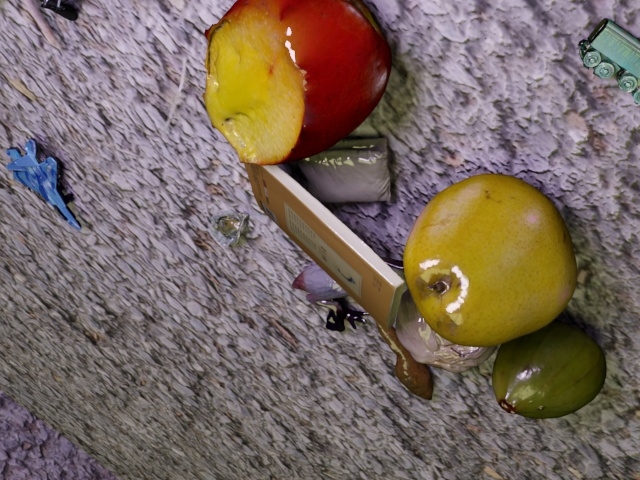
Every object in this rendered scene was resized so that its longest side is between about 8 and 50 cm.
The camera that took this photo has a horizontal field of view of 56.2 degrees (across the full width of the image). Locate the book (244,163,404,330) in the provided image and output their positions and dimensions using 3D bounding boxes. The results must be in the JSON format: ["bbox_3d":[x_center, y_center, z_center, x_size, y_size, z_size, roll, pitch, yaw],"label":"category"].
[{"bbox_3d":[0.000,0.000,1.131,0.389,0.032,0.269,43,165,17],"label":"book"}]

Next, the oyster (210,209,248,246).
[{"bbox_3d":[-0.209,-0.034,1.372,0.100,0.037,0.098,27,118,30],"label":"oyster"}]

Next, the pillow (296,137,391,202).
[{"bbox_3d":[0.050,-0.131,1.138,0.181,0.078,0.134,2,131,19],"label":"pillow"}]

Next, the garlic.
[{"bbox_3d":[0.264,0.185,1.250,0.227,0.152,0.228,17,136,17],"label":"garlic"}]

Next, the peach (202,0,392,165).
[{"bbox_3d":[-0.059,-0.255,0.947,0.338,0.281,0.281,-29,112,23],"label":"peach"}]

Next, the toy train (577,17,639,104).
[{"bbox_3d":[0.446,-0.259,0.876,0.147,0.038,0.071,33,131,-3],"label":"toy train"}]

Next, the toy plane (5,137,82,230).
[{"bbox_3d":[-0.656,-0.129,1.463,0.169,0.078,0.246,-13,127,32],"label":"toy plane"}]

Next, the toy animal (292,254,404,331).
[{"bbox_3d":[0.050,0.086,1.306,0.195,0.091,0.324,23,143,-3],"label":"toy animal"}]

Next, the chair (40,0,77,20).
[{"bbox_3d":[-0.471,-0.491,1.063,0.140,0.221,0.145,44,89,-13],"label":"chair"}]

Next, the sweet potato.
[{"bbox_3d":[0.208,0.297,1.422,0.074,0.075,0.270,-19,114,35],"label":"sweet potato"}]

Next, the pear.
[{"bbox_3d":[0.280,0.036,0.994,0.284,0.336,0.285,5,112,11],"label":"pear"}]

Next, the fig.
[{"bbox_3d":[0.444,0.273,1.195,0.203,0.225,0.203,34,145,28],"label":"fig"}]
